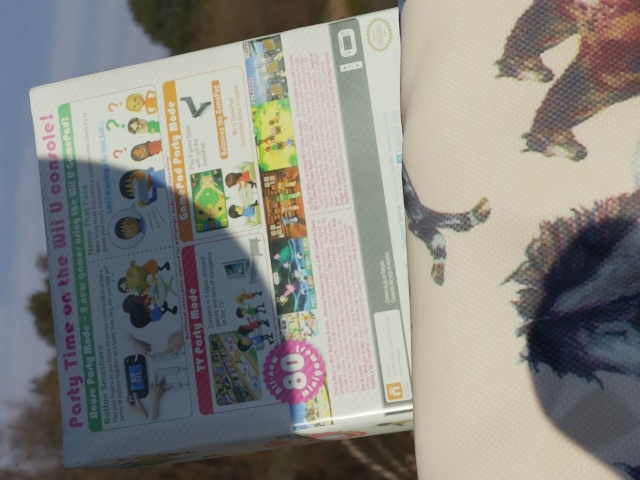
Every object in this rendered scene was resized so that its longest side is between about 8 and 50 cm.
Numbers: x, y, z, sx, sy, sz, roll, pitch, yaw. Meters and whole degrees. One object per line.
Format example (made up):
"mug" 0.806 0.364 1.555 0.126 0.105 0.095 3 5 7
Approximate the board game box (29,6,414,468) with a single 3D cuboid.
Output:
"board game box" 0.000 0.000 0.794 0.097 0.304 0.224 34 -132 -73

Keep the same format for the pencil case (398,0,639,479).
"pencil case" 0.124 0.015 0.533 0.160 0.184 0.410 58 -152 -66
